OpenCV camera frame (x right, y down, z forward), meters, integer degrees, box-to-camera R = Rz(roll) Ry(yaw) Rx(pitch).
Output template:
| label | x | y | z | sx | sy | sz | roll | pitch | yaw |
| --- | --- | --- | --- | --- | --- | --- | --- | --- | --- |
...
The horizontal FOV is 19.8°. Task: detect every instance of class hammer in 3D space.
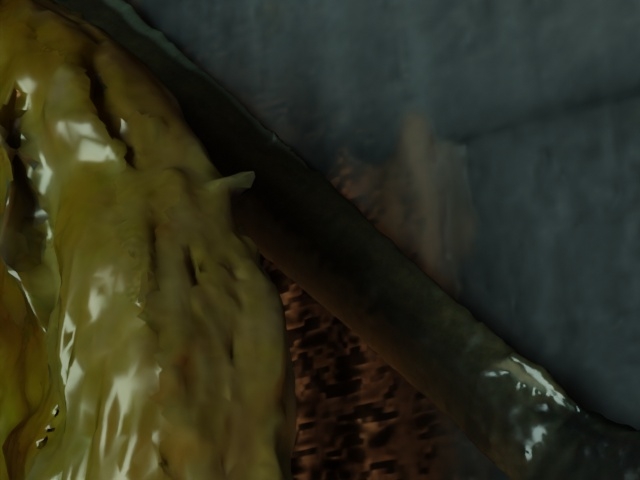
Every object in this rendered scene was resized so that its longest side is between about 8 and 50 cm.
| label | x | y | z | sx | sy | sz | roll | pitch | yaw |
| --- | --- | --- | --- | --- | --- | --- | --- | --- | --- |
| hammer | 0.001 | 0.000 | 0.538 | 0.297 | 0.027 | 0.125 | 43 | 107 | 35 |

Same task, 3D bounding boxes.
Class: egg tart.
| label | x | y | z | sx | sy | sz | roll | pitch | yaw |
| --- | --- | --- | --- | --- | --- | --- | --- | --- | --- |
| egg tart | -0.127 | 0.096 | 0.539 | 0.352 | 0.150 | 0.352 | -11 | 71 | 34 |
